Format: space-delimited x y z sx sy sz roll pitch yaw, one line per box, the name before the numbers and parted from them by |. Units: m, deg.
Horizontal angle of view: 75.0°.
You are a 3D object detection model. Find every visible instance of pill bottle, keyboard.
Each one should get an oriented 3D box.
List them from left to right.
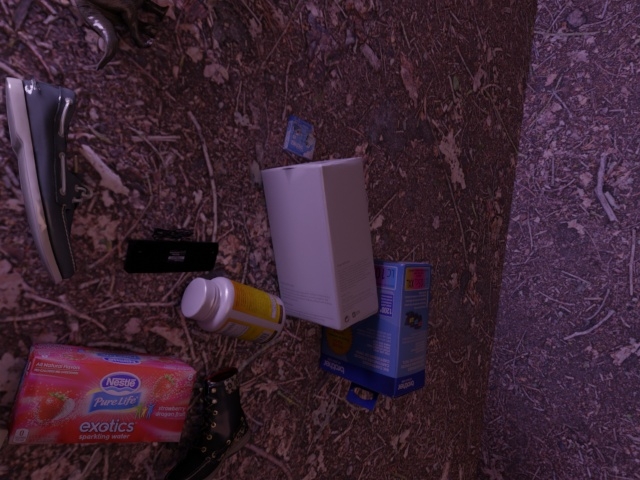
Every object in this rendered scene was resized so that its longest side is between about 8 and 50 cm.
keyboard | -0.300 0.017 0.858 0.192 0.038 0.100 3 114 -46
pill bottle | -0.187 0.151 0.911 0.215 0.117 0.117 29 73 -43

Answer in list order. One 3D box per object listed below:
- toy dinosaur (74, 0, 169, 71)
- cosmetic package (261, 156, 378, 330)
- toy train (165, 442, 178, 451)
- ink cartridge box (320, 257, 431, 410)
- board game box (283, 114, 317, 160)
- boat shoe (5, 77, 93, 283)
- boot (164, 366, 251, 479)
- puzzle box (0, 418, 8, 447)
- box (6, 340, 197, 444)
toy dinosaur | -0.351 -0.430 0.727 0.160 0.121 0.313 27 78 -31
cosmetic package | 0.000 0.000 1.022 0.156 0.217 0.384 -17 107 -43
toy train | -0.325 0.361 0.846 0.027 0.036 0.158 -26 109 -33
ink cartridge box | 0.146 0.247 1.145 0.151 0.270 0.395 1 92 -44
board game box | -0.051 -0.266 1.085 0.090 0.020 0.090 15 84 -45
boat shoe | -0.416 -0.093 0.665 0.099 0.116 0.319 -12 97 -40
boot | -0.244 0.392 0.884 0.236 0.085 0.178 -18 104 -60
puzzle box | -0.641 0.421 0.522 0.272 0.052 0.408 33 70 -41
box | -0.364 0.260 0.713 0.257 0.123 0.128 19 79 -34
